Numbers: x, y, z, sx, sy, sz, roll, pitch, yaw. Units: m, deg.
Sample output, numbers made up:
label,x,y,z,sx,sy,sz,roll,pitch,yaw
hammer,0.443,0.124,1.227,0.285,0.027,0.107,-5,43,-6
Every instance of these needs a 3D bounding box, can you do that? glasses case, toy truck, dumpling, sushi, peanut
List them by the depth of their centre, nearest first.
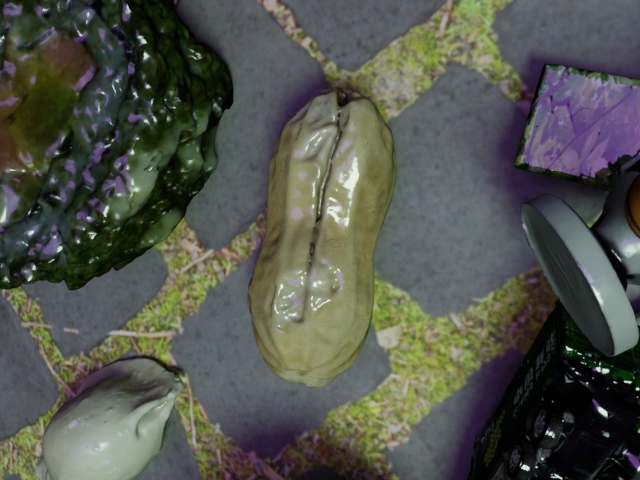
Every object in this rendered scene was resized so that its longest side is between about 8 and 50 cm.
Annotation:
label,x,y,z,sx,sy,sz,roll,pitch,yaw
glasses case,0.311,-0.073,0.482,0.272,0.062,0.095,17,100,17
toy truck,0.182,0.188,0.482,0.088,0.121,0.259,21,120,8
peanut,0.000,0.000,0.556,0.130,0.130,0.290,9,93,18
sushi,-0.266,-0.117,0.611,0.294,0.178,0.352,33,99,12
dumpling,-0.249,0.208,0.666,0.155,0.181,0.111,37,144,42

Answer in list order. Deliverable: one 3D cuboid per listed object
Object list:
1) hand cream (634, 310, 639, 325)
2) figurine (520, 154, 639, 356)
label,x,y,z,sx,sy,sz,roll,pitch,yaw
hand cream,0.281,0.089,0.510,0.170,0.043,0.065,-29,98,15
figurine,0.264,-0.032,0.367,0.236,0.176,0.133,-27,75,7
